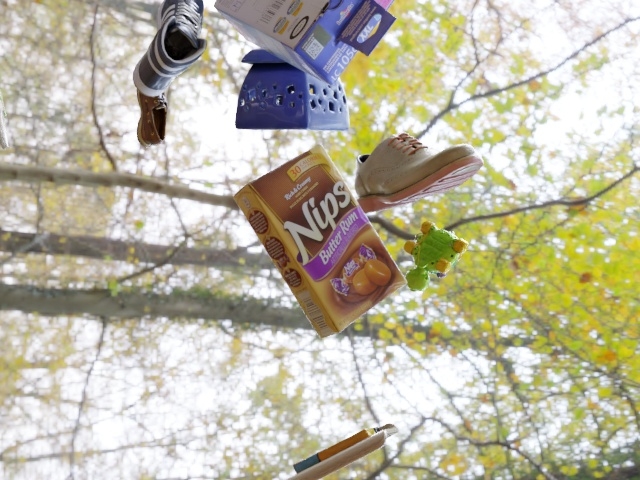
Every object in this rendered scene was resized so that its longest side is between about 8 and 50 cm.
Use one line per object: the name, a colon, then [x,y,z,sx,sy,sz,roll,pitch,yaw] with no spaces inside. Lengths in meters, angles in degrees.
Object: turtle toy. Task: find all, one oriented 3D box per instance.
turtle toy: [0.193,0.033,1.399,0.095,0.066,0.130,32,-111,30]

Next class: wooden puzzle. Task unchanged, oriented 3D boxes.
wooden puzzle: [0.039,0.411,1.557,0.221,0.239,0.044,-28,-101,5]

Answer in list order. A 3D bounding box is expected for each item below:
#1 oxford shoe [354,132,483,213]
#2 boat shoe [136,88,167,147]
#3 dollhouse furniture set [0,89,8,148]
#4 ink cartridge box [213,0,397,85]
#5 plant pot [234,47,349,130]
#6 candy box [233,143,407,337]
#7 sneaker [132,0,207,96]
oxford shoe: [0.171,-0.150,1.614,0.397,0.141,0.146,-16,-92,60]
boat shoe: [-0.352,-0.289,1.718,0.060,0.064,0.177,1,-91,37]
dollhouse furniture set: [-0.609,-0.181,1.108,0.197,0.302,0.151,98,-25,-60]
ink cartridge box: [-0.014,-0.507,1.695,0.270,0.151,0.395,-53,-134,2]
plant pot: [-0.072,-0.394,2.111,0.236,0.236,0.212,6,-80,30]
candy box: [0.000,0.000,0.886,0.186,0.109,0.053,57,-30,0]
sneaker: [-0.274,-0.427,1.604,0.153,0.099,0.282,-26,-139,53]
